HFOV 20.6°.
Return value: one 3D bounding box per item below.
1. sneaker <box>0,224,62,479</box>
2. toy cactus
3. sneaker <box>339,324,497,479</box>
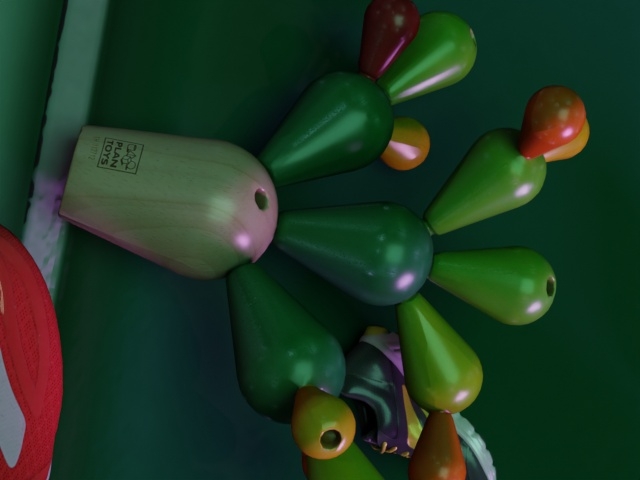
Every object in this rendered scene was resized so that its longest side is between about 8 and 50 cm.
[{"bbox_3d":[-0.135,0.113,0.524,0.107,0.118,0.279,27,64,-21],"label":"sneaker"},{"bbox_3d":[0.000,0.000,0.615,0.180,0.112,0.219,15,72,-8],"label":"toy cactus"},{"bbox_3d":[0.034,0.073,0.677,0.035,0.031,0.083,-40,98,-16],"label":"sneaker"}]
